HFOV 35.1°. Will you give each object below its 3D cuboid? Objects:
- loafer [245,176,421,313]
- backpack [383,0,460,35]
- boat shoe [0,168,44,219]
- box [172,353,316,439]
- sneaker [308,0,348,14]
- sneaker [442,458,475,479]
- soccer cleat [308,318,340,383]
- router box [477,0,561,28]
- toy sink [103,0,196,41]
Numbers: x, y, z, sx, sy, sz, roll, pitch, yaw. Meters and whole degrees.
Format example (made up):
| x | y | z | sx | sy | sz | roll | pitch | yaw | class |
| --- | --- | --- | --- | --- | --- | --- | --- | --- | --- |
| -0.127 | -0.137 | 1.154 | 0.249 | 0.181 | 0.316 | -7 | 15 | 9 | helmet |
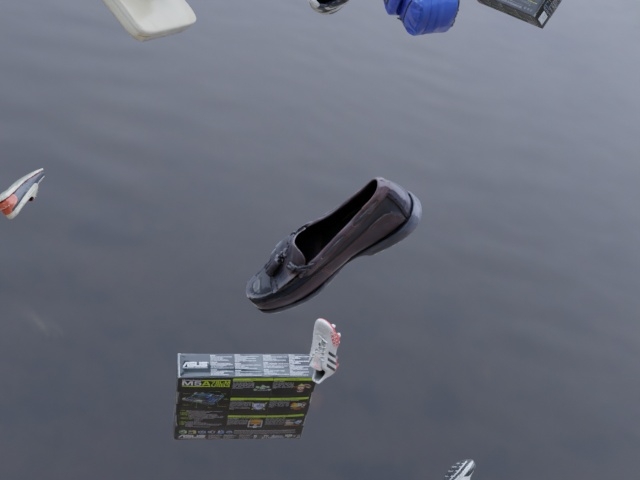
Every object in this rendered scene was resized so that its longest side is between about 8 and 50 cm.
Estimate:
| x | y | z | sx | sy | sz | roll | pitch | yaw | class |
| --- | --- | --- | --- | --- | --- | --- | --- | --- | --- |
| 0.000 | 0.000 | 1.472 | 0.095 | 0.302 | 0.109 | 39 | 29 | -41 | loafer |
| 0.138 | -0.345 | 1.408 | 0.101 | 0.098 | 0.120 | -12 | 72 | -8 | backpack |
| -0.524 | -0.085 | 1.785 | 0.043 | 0.049 | 0.137 | 57 | 28 | -17 | boat shoe |
| -0.110 | 0.221 | 1.418 | 0.190 | 0.184 | 0.045 | 1 | 50 | -9 | box |
| 0.062 | -0.502 | 1.841 | 0.094 | 0.235 | 0.153 | 51 | 17 | -9 | sneaker |
| 0.210 | 0.389 | 1.576 | 0.044 | 0.040 | 0.109 | 46 | 67 | -11 | sneaker |
| 0.002 | 0.117 | 1.069 | 0.029 | 0.083 | 0.035 | 26 | 50 | 27 | soccer cleat |
| 0.277 | -0.354 | 1.381 | 0.122 | 0.092 | 0.038 | 35 | 3 | 37 | router box |
| -0.178 | -0.332 | 0.983 | 0.234 | 0.131 | 0.153 | 53 | 21 | -5 | toy sink |
